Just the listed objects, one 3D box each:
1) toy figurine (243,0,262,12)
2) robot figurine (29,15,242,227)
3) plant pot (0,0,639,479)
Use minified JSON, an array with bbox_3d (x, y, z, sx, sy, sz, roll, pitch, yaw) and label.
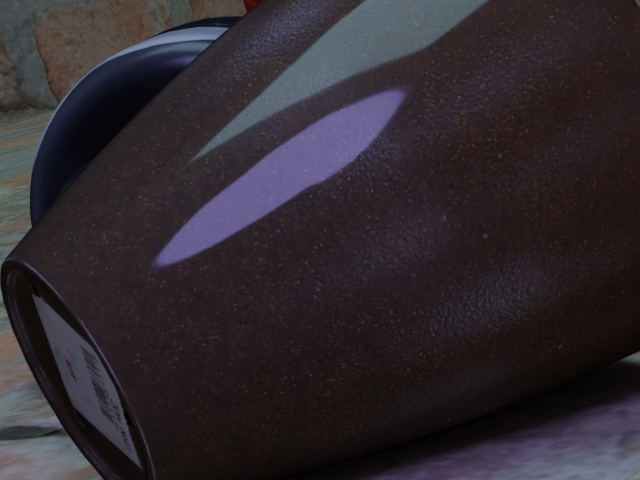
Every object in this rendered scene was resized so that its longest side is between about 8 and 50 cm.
[{"bbox_3d":[0.027,-0.101,1.309,0.209,0.148,0.213,-2,39,19],"label":"toy figurine"},{"bbox_3d":[-0.050,-0.026,1.010,0.209,0.174,0.278,1,10,5],"label":"robot figurine"},{"bbox_3d":[0.000,0.000,0.764,0.230,0.215,0.215,-30,16,-23],"label":"plant pot"}]
